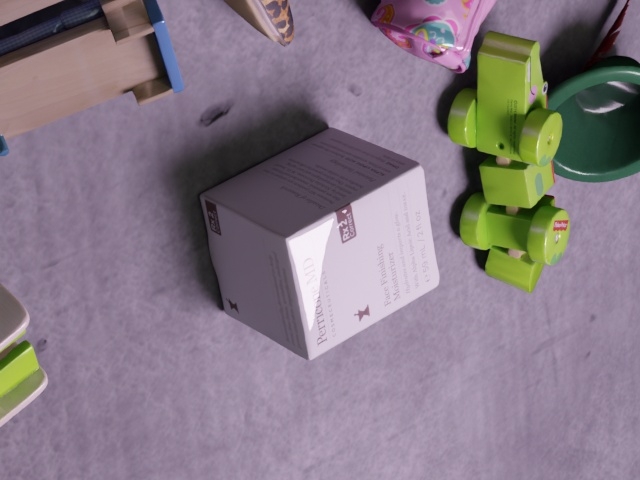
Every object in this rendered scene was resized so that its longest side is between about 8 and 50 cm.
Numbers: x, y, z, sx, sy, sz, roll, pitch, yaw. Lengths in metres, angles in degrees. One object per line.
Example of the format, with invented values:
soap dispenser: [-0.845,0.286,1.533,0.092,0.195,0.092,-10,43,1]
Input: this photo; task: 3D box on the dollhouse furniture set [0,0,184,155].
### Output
dollhouse furniture set: [-0.300,-0.212,1.747,0.286,0.198,0.303,-23,158,-3]

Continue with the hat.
hat: [0.338,-0.198,2.356,0.208,0.183,0.173,-27,130,22]

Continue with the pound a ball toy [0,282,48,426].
pound a ball toy: [-0.407,0.176,1.800,0.319,0.136,0.208,-39,154,-21]

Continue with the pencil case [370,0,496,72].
pencil case: [0.163,-0.320,2.077,0.124,0.124,0.284,29,89,-45]

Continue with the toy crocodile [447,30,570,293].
toy crocodile: [0.221,-0.083,2.240,0.105,0.115,0.340,-45,137,-44]

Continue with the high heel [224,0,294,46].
high heel: [-0.045,-0.327,1.906,0.186,0.093,0.261,-45,127,-15]

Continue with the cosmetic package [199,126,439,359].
cosmetic package: [0.000,0.000,2.048,0.184,0.151,0.151,-30,125,-29]
